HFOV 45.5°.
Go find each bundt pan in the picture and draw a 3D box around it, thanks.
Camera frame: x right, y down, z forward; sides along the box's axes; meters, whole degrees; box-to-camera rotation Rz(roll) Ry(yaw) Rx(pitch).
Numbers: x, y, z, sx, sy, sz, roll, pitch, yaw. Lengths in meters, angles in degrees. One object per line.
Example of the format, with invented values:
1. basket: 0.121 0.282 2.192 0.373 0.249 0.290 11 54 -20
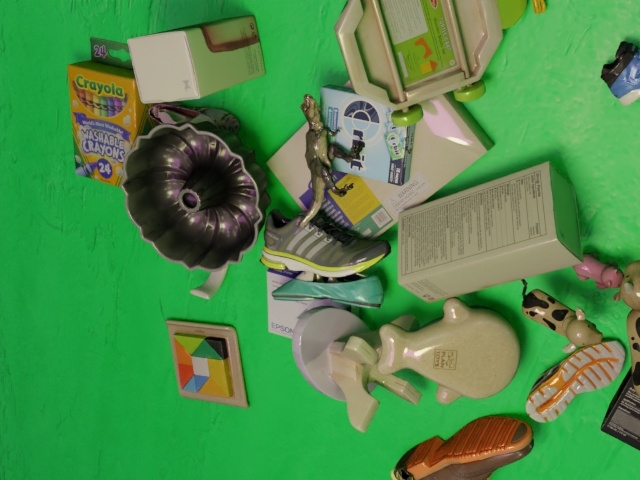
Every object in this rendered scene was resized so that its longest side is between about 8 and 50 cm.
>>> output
1. bundt pan: -0.249 -0.106 1.614 0.331 0.124 0.331 10 118 18

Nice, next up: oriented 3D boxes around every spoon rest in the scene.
1. spoon rest: -0.242 -0.007 1.769 0.137 0.084 0.276 17 105 23

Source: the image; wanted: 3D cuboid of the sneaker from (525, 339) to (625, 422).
1. sneaker: 0.473 0.252 1.438 0.215 0.083 0.084 -40 92 18

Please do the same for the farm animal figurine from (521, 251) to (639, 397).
1. farm animal figurine: 0.507 0.128 1.230 0.330 0.172 0.327 -33 61 27

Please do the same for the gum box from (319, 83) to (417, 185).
1. gum box: 0.083 -0.200 1.435 0.184 0.041 0.157 16 117 26

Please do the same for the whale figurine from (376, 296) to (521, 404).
1. whale figurine: 0.244 0.207 1.479 0.272 0.141 0.216 1 103 0

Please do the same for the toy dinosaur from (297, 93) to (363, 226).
1. toy dinosaur: 0.013 -0.141 1.438 0.118 0.064 0.268 16 116 32

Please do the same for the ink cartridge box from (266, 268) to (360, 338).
1. ink cartridge box: -0.018 0.128 1.698 0.223 0.045 0.224 12 116 26

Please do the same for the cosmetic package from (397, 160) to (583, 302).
1. cosmetic package: 0.294 -0.008 1.367 0.309 0.160 0.113 -17 145 35

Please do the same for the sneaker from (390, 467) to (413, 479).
1. sneaker: 0.186 0.518 1.626 0.083 0.031 0.035 44 137 0

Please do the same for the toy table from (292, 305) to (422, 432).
1. toy table: 0.083 0.251 1.558 0.161 0.274 0.252 11 76 46

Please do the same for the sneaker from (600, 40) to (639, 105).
1. sneaker: 0.510 -0.287 1.193 0.084 0.058 0.152 46 133 -4

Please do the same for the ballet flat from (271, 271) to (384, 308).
1. ballet flat: 0.016 0.091 1.597 0.247 0.083 0.087 3 87 21

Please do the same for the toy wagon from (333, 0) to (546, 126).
1. toy wagon: 0.203 -0.355 1.271 0.344 0.068 0.267 -21 119 -1

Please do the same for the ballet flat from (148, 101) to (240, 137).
1. ballet flat: -0.284 -0.259 1.672 0.221 0.079 0.077 18 118 24

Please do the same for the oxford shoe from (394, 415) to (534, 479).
1. oxford shoe: 0.320 0.469 1.600 0.133 0.130 0.363 52 137 -3

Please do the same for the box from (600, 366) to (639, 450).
1. box: 0.658 0.308 1.332 0.261 0.103 0.184 28 124 19

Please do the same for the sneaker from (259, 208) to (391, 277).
1. sneaker: 0.000 0.000 1.534 0.300 0.111 0.121 3 108 29

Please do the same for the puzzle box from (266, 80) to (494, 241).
1. puzzle box: 0.101 -0.168 1.496 0.409 0.052 0.272 -39 88 37

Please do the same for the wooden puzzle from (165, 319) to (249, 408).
1. wooden puzzle: -0.295 0.318 1.948 0.221 0.044 0.239 2 111 30

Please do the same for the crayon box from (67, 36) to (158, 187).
1. crayon box: -0.480 -0.291 1.776 0.203 0.083 0.323 16 117 25

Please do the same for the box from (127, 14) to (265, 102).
1. box: -0.239 -0.360 1.506 0.148 0.232 0.127 1 112 30
